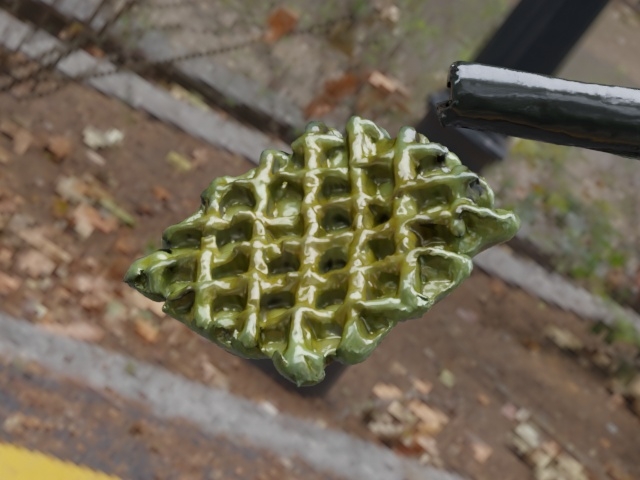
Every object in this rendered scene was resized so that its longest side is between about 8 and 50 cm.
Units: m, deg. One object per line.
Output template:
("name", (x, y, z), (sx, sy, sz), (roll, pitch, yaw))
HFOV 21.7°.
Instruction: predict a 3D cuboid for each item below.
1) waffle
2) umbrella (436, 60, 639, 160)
("waffle", (0.001, 0.002, 1.050), (0.223, 0.204, 0.054), (26, -31, 45))
("umbrella", (0.124, -0.063, 0.816), (0.133, 0.036, 0.031), (10, 23, 5))
